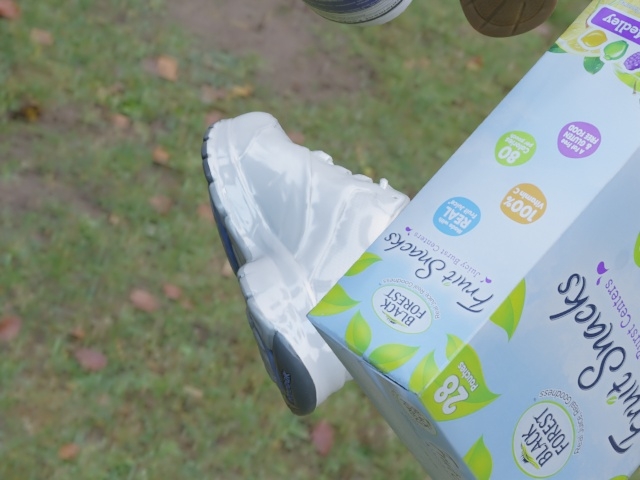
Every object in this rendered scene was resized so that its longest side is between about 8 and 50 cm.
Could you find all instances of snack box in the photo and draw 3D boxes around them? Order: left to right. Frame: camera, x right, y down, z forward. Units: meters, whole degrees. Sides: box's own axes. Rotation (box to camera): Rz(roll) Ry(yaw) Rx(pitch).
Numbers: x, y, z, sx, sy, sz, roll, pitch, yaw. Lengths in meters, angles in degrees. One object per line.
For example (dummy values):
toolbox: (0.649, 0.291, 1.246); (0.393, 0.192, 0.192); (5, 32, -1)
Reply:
snack box: (0.113, 0.013, 0.684); (0.207, 0.174, 0.070); (-47, 51, -9)

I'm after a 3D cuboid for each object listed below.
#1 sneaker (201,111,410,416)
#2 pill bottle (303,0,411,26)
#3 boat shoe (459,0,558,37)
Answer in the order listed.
sneaker: (0.000, 0.000, 1.116); (0.129, 0.111, 0.297); (-21, 38, -3)
pill bottle: (0.027, -0.321, 1.818); (0.153, 0.153, 0.265); (33, 2, 13)
boat shoe: (0.134, -0.337, 1.428); (0.122, 0.341, 0.110); (-11, 43, 0)
